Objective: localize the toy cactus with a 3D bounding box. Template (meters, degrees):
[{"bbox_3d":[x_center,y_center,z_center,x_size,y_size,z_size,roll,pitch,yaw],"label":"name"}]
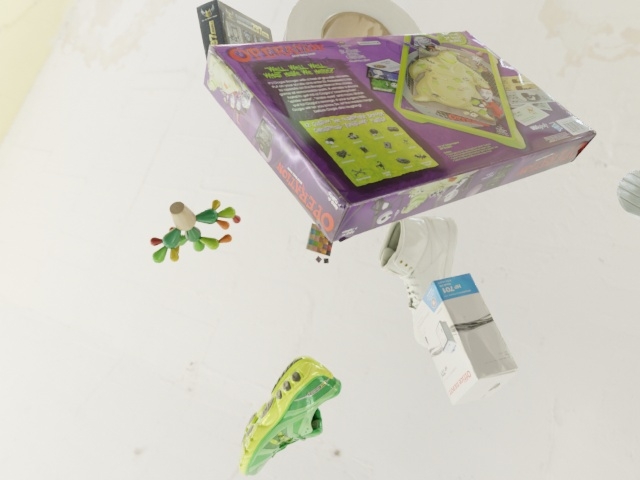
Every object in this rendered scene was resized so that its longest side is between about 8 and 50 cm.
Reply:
[{"bbox_3d":[-0.294,-0.036,1.224,0.219,0.180,0.112,-23,-118,-6],"label":"toy cactus"}]

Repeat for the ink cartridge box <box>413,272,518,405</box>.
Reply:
[{"bbox_3d":[0.252,0.177,0.971,0.082,0.139,0.190,-9,-123,-14],"label":"ink cartridge box"}]

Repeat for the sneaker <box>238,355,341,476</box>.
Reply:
[{"bbox_3d":[-0.062,0.348,1.011,0.295,0.124,0.109,-56,-169,24],"label":"sneaker"}]

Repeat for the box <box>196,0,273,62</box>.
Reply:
[{"bbox_3d":[-0.171,-0.406,1.209,0.059,0.233,0.183,-10,-88,23],"label":"box"}]

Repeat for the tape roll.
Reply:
[{"bbox_3d":[0.062,-0.363,1.075,0.287,0.100,0.285,5,-114,-12],"label":"tape roll"}]

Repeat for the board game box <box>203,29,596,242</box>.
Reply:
[{"bbox_3d":[0.091,-0.125,0.524,0.347,0.056,0.208,-18,-119,-34],"label":"board game box"}]

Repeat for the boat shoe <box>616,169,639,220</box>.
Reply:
[{"bbox_3d":[0.608,-0.049,0.957,0.083,0.076,0.226,-54,-163,27],"label":"boat shoe"}]

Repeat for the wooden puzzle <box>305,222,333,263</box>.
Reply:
[{"bbox_3d":[0.000,0.000,0.981,0.006,0.049,0.083,-16,-121,61],"label":"wooden puzzle"}]

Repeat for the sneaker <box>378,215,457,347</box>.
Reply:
[{"bbox_3d":[0.194,0.088,1.173,0.108,0.169,0.292,6,-89,64],"label":"sneaker"}]
